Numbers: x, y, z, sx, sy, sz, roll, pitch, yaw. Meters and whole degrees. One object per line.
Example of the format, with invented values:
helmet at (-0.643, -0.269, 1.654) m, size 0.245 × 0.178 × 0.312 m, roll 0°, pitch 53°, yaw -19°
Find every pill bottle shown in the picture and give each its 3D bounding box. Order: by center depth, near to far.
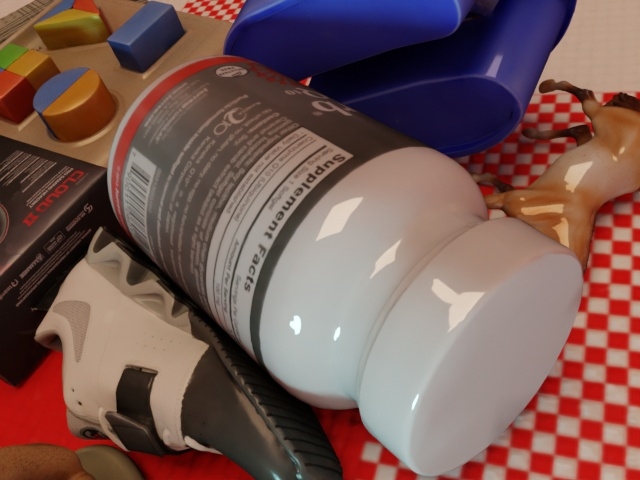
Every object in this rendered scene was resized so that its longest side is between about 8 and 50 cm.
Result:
pill bottle at (0.000, 0.000, 0.527) m, size 0.210 × 0.210 × 0.363 m, roll -41°, pitch 50°, yaw -17°

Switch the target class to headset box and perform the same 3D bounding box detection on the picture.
headset box at (-0.348, 0.006, 0.717) m, size 0.293 × 0.110 × 0.218 m, roll 18°, pitch 58°, yaw 32°

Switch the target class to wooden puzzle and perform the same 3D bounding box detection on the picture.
wooden puzzle at (-0.325, -0.244, 0.915) m, size 0.347 × 0.081 × 0.322 m, roll 24°, pitch 62°, yaw 25°

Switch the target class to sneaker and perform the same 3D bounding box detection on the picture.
sneaker at (-0.123, 0.127, 0.538) m, size 0.330 × 0.122 × 0.146 m, roll 33°, pitch 81°, yaw 38°

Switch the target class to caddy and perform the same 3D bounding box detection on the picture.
caddy at (0.071, -0.210, 0.645) m, size 0.341 × 0.241 × 0.179 m, roll -3°, pitch 53°, yaw 45°

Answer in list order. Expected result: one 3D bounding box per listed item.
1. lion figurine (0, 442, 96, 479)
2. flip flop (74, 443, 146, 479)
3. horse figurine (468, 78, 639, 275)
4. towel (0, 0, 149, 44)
lion figurine at (-0.281, 0.190, 0.461) m, size 0.391 × 0.240 × 0.142 m, roll 2°, pitch 89°, yaw 22°
flip flop at (-0.134, 0.240, 0.451) m, size 0.112 × 0.080 × 0.277 m, roll -35°, pitch 47°, yaw -13°
horse figurine at (0.223, -0.063, 0.601) m, size 0.263 × 0.066 × 0.174 m, roll -40°, pitch 41°, yaw -12°
towel at (-0.442, -0.326, 1.099) m, size 0.324 × 0.056 × 0.312 m, roll -39°, pitch 51°, yaw -18°
